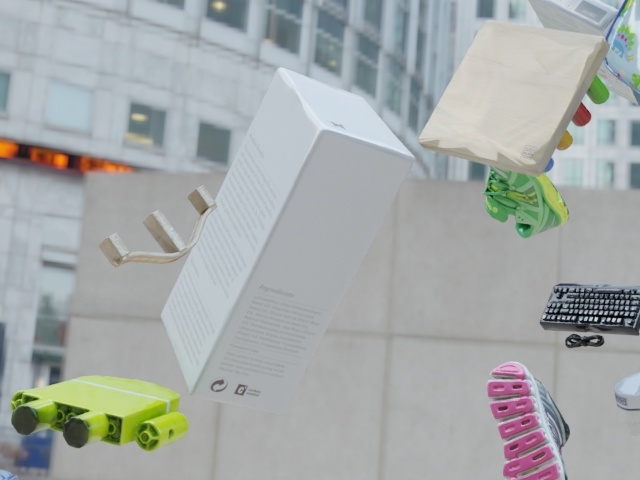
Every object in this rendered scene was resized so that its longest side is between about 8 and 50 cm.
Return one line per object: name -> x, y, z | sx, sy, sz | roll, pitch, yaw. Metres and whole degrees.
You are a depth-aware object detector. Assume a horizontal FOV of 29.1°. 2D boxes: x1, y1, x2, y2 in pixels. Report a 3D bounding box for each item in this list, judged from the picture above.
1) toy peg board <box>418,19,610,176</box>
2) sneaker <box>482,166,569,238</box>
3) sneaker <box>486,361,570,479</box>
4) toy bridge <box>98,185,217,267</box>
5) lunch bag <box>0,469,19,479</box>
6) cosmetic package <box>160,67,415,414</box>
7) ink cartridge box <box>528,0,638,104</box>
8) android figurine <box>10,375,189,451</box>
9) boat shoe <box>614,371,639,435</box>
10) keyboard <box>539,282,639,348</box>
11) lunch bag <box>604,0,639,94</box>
toy peg board -> 0.217, -0.138, 1.309 | 0.161, 0.161, 0.079 | 19, -14, 45
sneaker -> 0.339, -0.093, 2.176 | 0.123, 0.109, 0.295 | -36, -48, 9
sneaker -> 0.208, 0.201, 1.174 | 0.063, 0.170, 0.074 | -27, -30, 29
toy bridge -> -0.187, -0.006, 1.489 | 0.026, 0.063, 0.188 | -37, -2, 41
lunch bag -> -0.418, 0.260, 1.163 | 0.243, 0.115, 0.303 | 9, -11, -4
cosmetic package -> -0.061, 0.004, 1.832 | 0.161, 0.453, 0.230 | 16, 23, -28
ink cartridge box -> 0.478, -0.356, 2.186 | 0.189, 0.066, 0.232 | 38, 0, 40
android figurine -> -0.308, 0.242, 1.752 | 0.248, 0.056, 0.273 | 9, 5, 20
boat shoe -> 0.576, 0.226, 1.862 | 0.267, 0.088, 0.096 | -18, 17, -12
keyboard -> 0.404, 0.112, 1.840 | 0.023, 0.108, 0.180 | 32, -19, -33
lunch bag -> 0.458, -0.238, 1.494 | 0.090, 0.176, 0.219 | 2, 34, -35
